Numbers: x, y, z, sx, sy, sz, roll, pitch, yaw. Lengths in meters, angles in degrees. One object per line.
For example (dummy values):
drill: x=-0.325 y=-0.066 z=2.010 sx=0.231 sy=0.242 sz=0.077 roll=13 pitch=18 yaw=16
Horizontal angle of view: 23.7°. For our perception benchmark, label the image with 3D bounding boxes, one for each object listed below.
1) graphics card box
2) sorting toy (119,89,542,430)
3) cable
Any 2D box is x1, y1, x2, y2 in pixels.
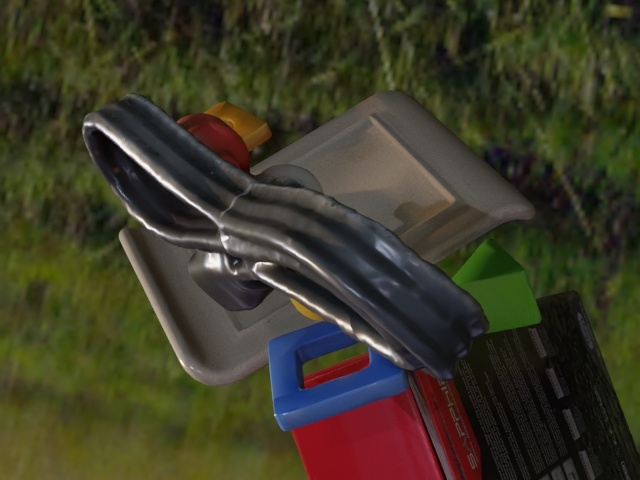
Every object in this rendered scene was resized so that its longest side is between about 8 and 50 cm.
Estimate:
graphics card box: x=0.119 y=0.162 z=0.955 sx=0.094 sy=0.233 sz=0.371 roll=-23 pitch=175 yaw=23
sorting toy: x=0.000 y=0.000 z=0.837 sx=0.047 sy=0.196 sz=0.348 roll=67 pitch=173 yaw=-31
cable: x=-0.015 y=-0.017 z=0.565 sx=0.139 sy=0.072 sz=0.287 roll=47 pitch=168 yaw=-9
